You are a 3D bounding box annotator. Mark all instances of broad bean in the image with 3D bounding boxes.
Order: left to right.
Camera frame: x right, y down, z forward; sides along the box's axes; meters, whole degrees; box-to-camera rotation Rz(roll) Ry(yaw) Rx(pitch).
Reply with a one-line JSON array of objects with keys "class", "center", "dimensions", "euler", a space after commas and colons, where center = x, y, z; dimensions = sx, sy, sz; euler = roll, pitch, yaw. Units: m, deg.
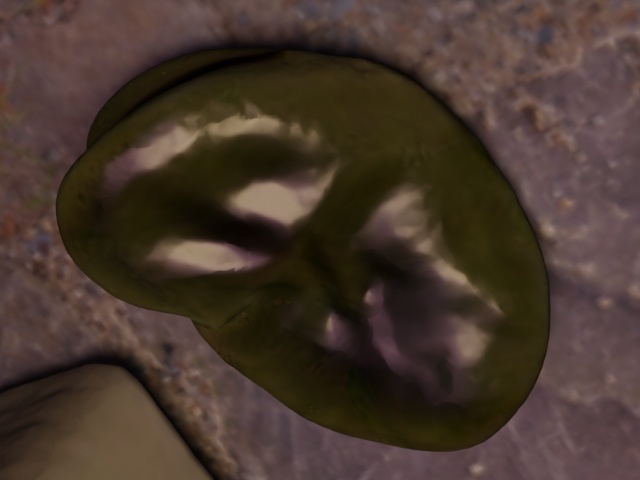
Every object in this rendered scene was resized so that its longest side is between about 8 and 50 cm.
[{"class": "broad bean", "center": [0.000, 0.002, 0.581], "dimensions": [0.206, 0.072, 0.153], "euler": [28, 121, -13]}]

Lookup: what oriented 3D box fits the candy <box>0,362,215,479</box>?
[{"class": "candy", "center": [-0.180, 0.206, 0.555], "dimensions": [0.208, 0.359, 0.145], "euler": [-17, 110, 27]}]
